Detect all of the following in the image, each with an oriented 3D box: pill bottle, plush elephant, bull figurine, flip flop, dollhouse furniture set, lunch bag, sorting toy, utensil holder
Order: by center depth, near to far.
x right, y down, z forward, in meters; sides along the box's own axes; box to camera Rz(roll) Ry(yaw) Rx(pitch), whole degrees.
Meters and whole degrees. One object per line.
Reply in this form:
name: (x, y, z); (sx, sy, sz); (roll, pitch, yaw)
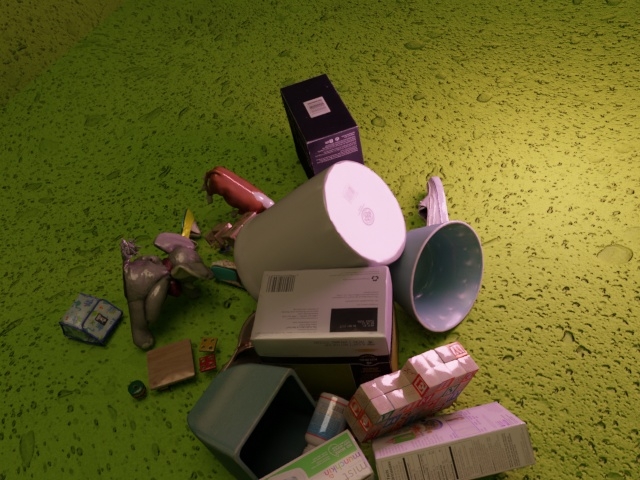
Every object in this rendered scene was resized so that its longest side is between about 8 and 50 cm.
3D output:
pill bottle: (0.014, 0.462, 1.564); (0.087, 0.087, 0.160); (15, 70, 24)
flip flop: (-0.198, 0.318, 1.759); (0.277, 0.112, 0.080); (-57, 14, -15)
utensil holder: (0.000, 0.000, 1.781); (0.385, 0.328, 0.327); (-30, 33, 41)
sorting toy: (-0.420, 0.363, 1.848); (0.275, 0.046, 0.132); (-18, 47, -3)
plush elephant: (-0.469, 0.114, 1.955); (0.256, 0.330, 0.272); (-8, 37, -20)
lunch bag: (-0.714, 0.249, 1.993); (0.151, 0.096, 0.128); (18, 51, 9)
dollhouse furniture set: (-0.266, -0.006, 2.120); (0.129, 0.129, 0.184); (-47, 26, -27)
bull figurine: (-0.265, -0.141, 2.149); (0.188, 0.310, 0.101); (-15, 43, 51)

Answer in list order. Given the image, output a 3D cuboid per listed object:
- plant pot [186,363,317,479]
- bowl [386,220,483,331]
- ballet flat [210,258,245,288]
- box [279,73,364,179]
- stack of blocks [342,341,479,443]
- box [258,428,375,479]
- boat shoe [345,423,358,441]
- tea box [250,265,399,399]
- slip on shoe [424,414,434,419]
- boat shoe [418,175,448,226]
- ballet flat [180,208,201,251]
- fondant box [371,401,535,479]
plant pot: (-0.181, 0.454, 1.590); (0.252, 0.247, 0.247); (9, 50, 38)
bowl: (0.300, 0.087, 1.793); (0.163, 0.311, 0.311); (14, 51, 47)
ballet flat: (-0.239, 0.108, 2.017); (0.241, 0.091, 0.077); (20, 34, 23)
box: (0.015, -0.341, 2.204); (0.179, 0.312, 0.343); (-19, 48, -5)
stack of blocks: (0.217, 0.360, 1.523); (0.297, 0.171, 0.087); (-11, 50, -34)
box: (-0.007, 0.583, 1.430); (0.262, 0.231, 0.126); (-27, 49, -10)
boat shoe: (0.091, 0.469, 1.615); (0.207, 0.073, 0.073); (-46, 49, 0)
tea box: (0.029, 0.250, 1.657); (0.329, 0.323, 0.220); (-2, 48, 11)
slip on shoe: (0.247, 0.416, 1.653); (0.041, 0.051, 0.135); (-49, 53, 22)
boat shoe: (0.358, -0.099, 2.061); (0.088, 0.096, 0.267); (-4, 56, 3)
ballet flat: (-0.453, -0.008, 2.184); (0.077, 0.077, 0.231); (12, 52, -5)
fondant box: (0.287, 0.473, 1.458); (0.330, 0.238, 0.096); (-13, 86, 1)
